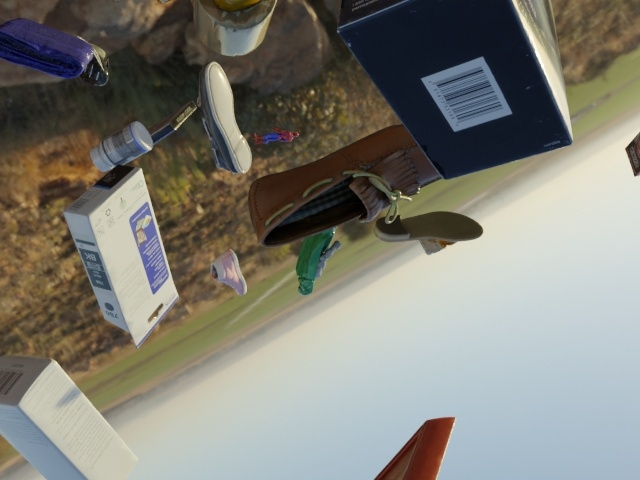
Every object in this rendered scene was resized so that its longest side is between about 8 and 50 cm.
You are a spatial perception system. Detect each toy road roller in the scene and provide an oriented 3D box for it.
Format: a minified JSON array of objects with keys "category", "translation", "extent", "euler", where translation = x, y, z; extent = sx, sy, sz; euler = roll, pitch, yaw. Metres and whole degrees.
[{"category":"toy road roller","translation":[-0.229,-0.417,0.986],"extent":[0.240,0.330,0.202],"euler":[-25,-178,-11]}]

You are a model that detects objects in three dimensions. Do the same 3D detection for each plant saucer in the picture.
[{"category":"plant saucer","translation":[0.135,0.455,1.234],"extent":[0.258,0.047,0.259],"euler":[-57,172,27]}]

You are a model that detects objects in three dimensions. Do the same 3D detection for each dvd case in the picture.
[{"category":"dvd case","translation":[-0.469,-0.295,1.899],"extent":[0.238,0.030,0.179],"euler":[-26,-157,24]}]

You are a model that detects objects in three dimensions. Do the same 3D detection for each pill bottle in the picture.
[{"category":"pill bottle","translation":[-0.483,-0.225,1.643],"extent":[0.137,0.078,0.078],"euler":[-26,175,13]}]

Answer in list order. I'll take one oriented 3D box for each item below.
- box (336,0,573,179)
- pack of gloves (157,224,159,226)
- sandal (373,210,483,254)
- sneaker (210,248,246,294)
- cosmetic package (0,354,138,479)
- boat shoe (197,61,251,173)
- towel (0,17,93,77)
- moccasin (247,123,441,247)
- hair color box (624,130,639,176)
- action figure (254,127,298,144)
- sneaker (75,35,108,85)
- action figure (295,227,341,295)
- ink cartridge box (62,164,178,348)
[{"category":"box","translation":[0.172,-0.290,0.831],"extent":[0.182,0.294,0.296],"euler":[-15,144,28]},{"category":"pack of gloves","translation":[-0.649,-0.033,2.153],"extent":[0.195,0.232,0.046],"euler":[-57,172,25]},{"category":"sandal","translation":[0.223,-0.006,1.456],"extent":[0.240,0.088,0.079],"euler":[0,135,-14]},{"category":"sneaker","translation":[-0.225,0.089,1.625],"extent":[0.070,0.051,0.134],"euler":[-35,132,-27]},{"category":"cosmetic package","translation":[-0.376,0.271,0.968],"extent":[0.117,0.231,0.085],"euler":[-1,-139,31]},{"category":"boat shoe","translation":[-0.276,-0.313,1.793],"extent":[0.095,0.335,0.112],"euler":[6,-134,22]},{"category":"towel","translation":[-0.718,-0.495,1.762],"extent":[0.076,0.227,0.308],"euler":[-65,-160,18]},{"category":"moccasin","translation":[0.067,-0.086,1.110],"extent":[0.379,0.147,0.139],"euler":[-16,141,-1]},{"category":"hair color box","translation":[0.683,-0.189,1.408],"extent":[0.043,0.072,0.141],"euler":[-14,166,4]},{"category":"action figure","translation":[-0.115,-0.273,1.775],"extent":[0.115,0.030,0.038],"euler":[-3,145,0]},{"category":"sneaker","translation":[-0.698,-0.555,2.102],"extent":[0.108,0.271,0.100],"euler":[7,119,-39]},{"category":"action figure","translation":[0.000,0.000,1.370],"extent":[0.063,0.232,0.137],"euler":[21,177,-28]},{"category":"ink cartridge box","translation":[-0.374,0.036,1.311],"extent":[0.065,0.333,0.165],"euler":[10,-140,21]}]
